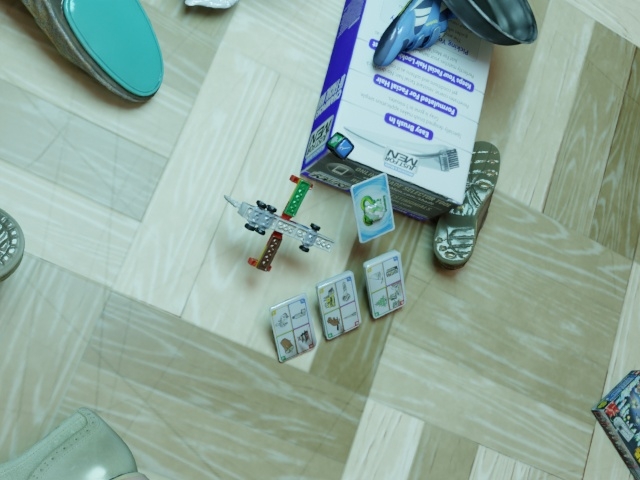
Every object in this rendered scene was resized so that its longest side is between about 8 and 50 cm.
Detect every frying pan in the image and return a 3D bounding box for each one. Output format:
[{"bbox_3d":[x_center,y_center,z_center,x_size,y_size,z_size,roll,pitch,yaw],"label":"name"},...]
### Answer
[{"bbox_3d":[0.149,-0.360,0.970,0.326,0.053,0.197,55,35,3],"label":"frying pan"}]

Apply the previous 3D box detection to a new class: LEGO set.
[{"bbox_3d":[0.000,0.000,0.947,0.182,0.060,0.244,-23,121,-20],"label":"LEGO set"}]

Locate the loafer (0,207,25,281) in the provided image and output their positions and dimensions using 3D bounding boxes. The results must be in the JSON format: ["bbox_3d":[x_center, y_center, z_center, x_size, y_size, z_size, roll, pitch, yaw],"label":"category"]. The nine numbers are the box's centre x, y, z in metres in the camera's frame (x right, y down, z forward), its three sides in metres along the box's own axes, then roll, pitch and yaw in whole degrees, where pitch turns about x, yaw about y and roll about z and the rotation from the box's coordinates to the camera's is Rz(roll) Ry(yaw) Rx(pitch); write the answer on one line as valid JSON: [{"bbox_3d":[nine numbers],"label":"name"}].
[{"bbox_3d":[-0.410,-0.032,0.800,0.268,0.092,0.102,35,61,5],"label":"loafer"}]

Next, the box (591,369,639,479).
[{"bbox_3d":[0.445,0.261,1.125,0.094,0.027,0.137,-35,94,-23],"label":"box"}]

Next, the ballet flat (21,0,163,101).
[{"bbox_3d":[-0.285,-0.281,0.875,0.108,0.106,0.316,-54,130,-28],"label":"ballet flat"}]

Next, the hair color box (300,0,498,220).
[{"bbox_3d":[0.110,-0.217,1.038,0.185,0.110,0.339,20,71,-18],"label":"hair color box"}]

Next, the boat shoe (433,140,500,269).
[{"bbox_3d":[0.188,-0.045,1.064,0.064,0.060,0.178,16,74,13],"label":"boat shoe"}]

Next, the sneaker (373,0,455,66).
[{"bbox_3d":[0.116,-0.250,0.961,0.059,0.053,0.144,43,69,-11],"label":"sneaker"}]

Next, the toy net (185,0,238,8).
[{"bbox_3d":[-0.197,-0.355,0.975,0.232,0.045,0.122,29,69,-17],"label":"toy net"}]

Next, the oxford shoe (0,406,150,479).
[{"bbox_3d":[-0.346,0.312,0.759,0.397,0.140,0.146,-31,61,-20],"label":"oxford shoe"}]
